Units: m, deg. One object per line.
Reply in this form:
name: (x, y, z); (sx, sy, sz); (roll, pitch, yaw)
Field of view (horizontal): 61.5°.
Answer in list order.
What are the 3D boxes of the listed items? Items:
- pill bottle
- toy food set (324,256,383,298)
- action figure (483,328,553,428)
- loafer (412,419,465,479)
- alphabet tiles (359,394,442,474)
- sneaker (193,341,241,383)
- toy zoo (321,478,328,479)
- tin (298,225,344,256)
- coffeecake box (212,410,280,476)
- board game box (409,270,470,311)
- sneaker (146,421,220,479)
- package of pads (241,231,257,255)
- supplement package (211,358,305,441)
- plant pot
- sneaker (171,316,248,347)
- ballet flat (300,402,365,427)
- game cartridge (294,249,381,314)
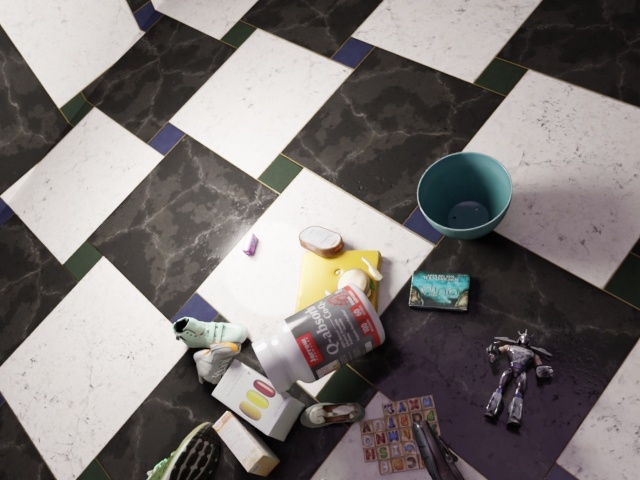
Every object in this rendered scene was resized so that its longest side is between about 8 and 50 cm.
pill bottle: (-0.006, 0.301, 1.630); (0.362, 0.210, 0.210); (-28, 57, -9)
toy food set: (0.114, 0.155, 1.801); (0.192, 0.038, 0.132); (-41, 51, 5)
action figure: (0.557, 0.383, 1.533); (0.185, 0.099, 0.285); (11, 64, 30)
loafer: (0.350, 0.634, 1.474); (0.095, 0.109, 0.303); (-18, 68, -9)
alphabet tiles: (0.237, 0.577, 1.596); (0.237, 0.009, 0.198); (-14, 59, 12)
sneaker: (-0.336, 0.413, 1.803); (0.262, 0.099, 0.121); (-33, 61, 49)
toy zoo: (-0.079, 0.765, 1.502); (0.293, 0.192, 0.030); (-34, 56, 1)
tin: (0.000, 0.000, 1.942); (0.189, 0.040, 0.106); (22, 54, 41)
coffeecake box: (-0.228, 0.626, 1.659); (0.068, 0.142, 0.185); (-46, 57, -8)
board game box: (0.388, 0.165, 1.751); (0.186, 0.026, 0.126); (2, 63, 21)
sneaker: (-0.488, 0.743, 1.705); (0.182, 0.158, 0.410); (17, 64, 45)
package of pads: (-0.270, 0.012, 2.059); (0.032, 0.050, 0.083); (5, 64, 22)
supplement package: (-0.196, 0.508, 1.716); (0.244, 0.134, 0.139); (24, 73, 29)
plant pot: (0.477, -0.115, 1.767); (0.290, 0.195, 0.290); (-9, 60, 15)
sneaker: (-0.392, 0.320, 1.879); (0.255, 0.151, 0.094); (-8, 59, 15)
ballet flat: (0.030, 0.531, 1.661); (0.213, 0.068, 0.072); (-11, 60, 15)
game cartridge: (0.058, 0.189, 1.850); (0.285, 0.053, 0.324); (-1, 65, 19)
